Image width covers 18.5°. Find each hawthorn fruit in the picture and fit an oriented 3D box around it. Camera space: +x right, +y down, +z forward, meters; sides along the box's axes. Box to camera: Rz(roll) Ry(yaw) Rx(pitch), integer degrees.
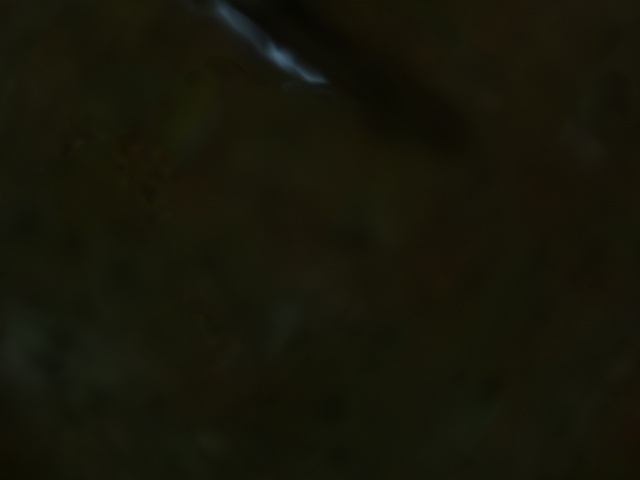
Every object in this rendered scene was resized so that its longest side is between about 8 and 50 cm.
[{"bbox_3d":[0.015,-0.049,0.475,0.268,0.301,0.268,37,-2,2],"label":"hawthorn fruit"}]
